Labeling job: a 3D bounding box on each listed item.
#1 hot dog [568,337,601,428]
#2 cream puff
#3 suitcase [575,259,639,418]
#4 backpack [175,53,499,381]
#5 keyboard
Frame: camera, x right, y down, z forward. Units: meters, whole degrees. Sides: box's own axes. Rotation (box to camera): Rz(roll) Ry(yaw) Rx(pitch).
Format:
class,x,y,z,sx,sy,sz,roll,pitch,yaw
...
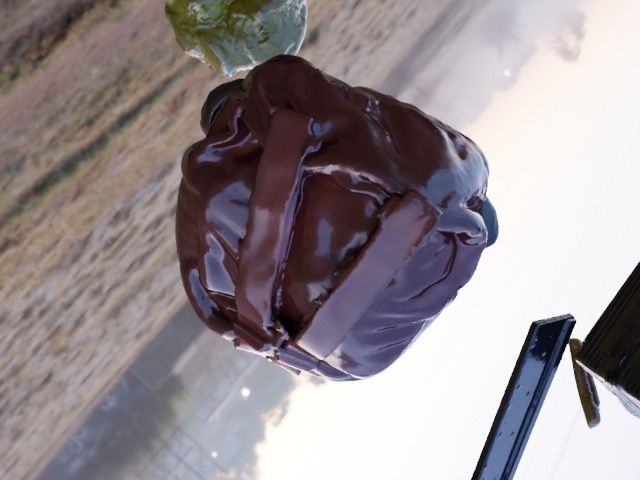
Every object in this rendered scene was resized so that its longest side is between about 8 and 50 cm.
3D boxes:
class,x,y,z,sx,sy,sz,roll,pitch,yaw
hot dog,0.392,0.210,1.495,0.028,0.137,0.044,-15,152,13
cream puff,-0.075,-0.240,0.963,0.156,0.121,0.156,-32,141,-31
suitcase,0.511,0.095,1.309,0.335,0.229,0.152,-54,-141,-4
backpack,0.000,-0.001,0.684,0.229,0.229,0.139,-50,-171,31
keyboard,0.239,0.232,1.253,0.101,0.018,0.310,-5,118,-46
